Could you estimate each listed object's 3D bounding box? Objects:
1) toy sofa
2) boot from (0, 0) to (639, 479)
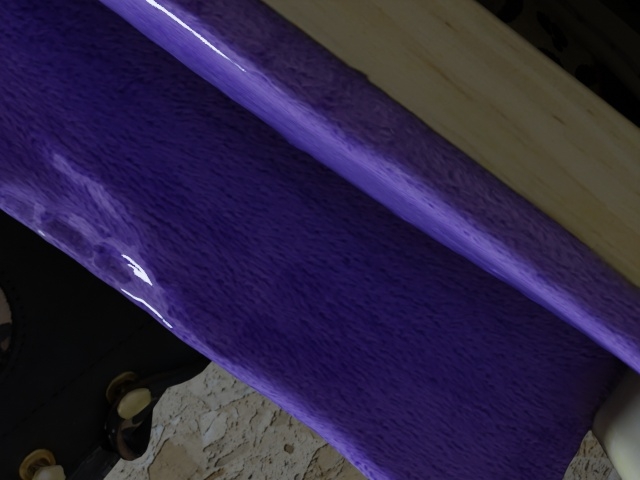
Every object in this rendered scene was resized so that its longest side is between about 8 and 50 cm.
[{"bbox_3d":[-0.020,-0.040,0.542,0.362,0.177,0.150,36,-174,-10],"label":"toy sofa"},{"bbox_3d":[0.000,0.000,0.697,0.377,0.284,0.138,49,-174,-19],"label":"boot"}]
